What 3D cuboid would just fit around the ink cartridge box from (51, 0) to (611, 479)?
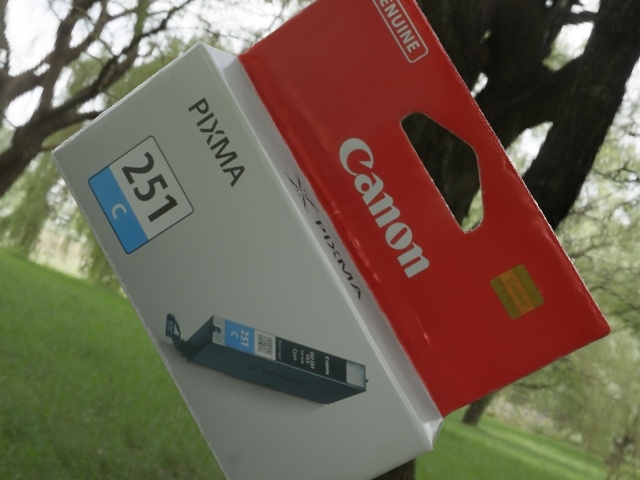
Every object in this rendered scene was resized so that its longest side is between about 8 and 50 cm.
[{"bbox_3d":[0.000,0.000,0.517,0.296,0.261,0.066,60,16,4],"label":"ink cartridge box"}]
